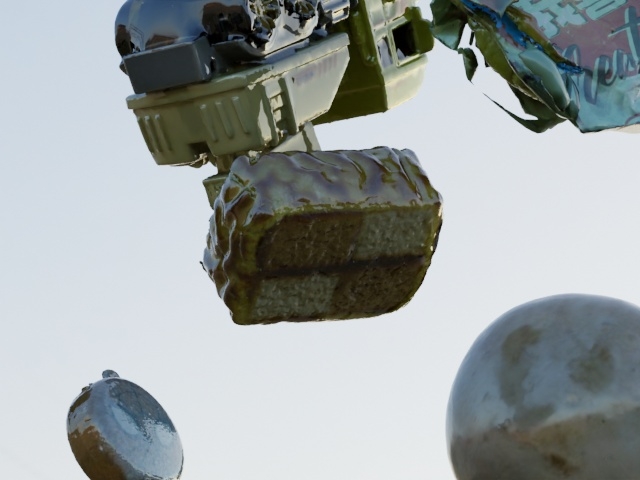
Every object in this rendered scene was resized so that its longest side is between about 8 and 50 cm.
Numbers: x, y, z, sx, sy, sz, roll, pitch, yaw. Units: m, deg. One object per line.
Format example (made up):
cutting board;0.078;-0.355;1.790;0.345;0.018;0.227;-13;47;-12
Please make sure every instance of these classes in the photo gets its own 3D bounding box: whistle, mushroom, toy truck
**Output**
whistle;-0.145;0.194;1.473;0.057;0.220;0.107;-37;-37;22
mushroom;0.293;0.218;2.079;0.298;0.297;0.290;-3;-35;22
toy truck;-0.038;-0.188;1.979;0.181;0.254;0.405;-6;15;33

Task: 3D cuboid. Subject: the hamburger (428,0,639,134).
hamburger;0.224;-0.202;1.835;0.261;0.276;0.150;4;-28;-30

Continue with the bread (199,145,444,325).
bread;0.000;0.000;1.762;0.222;0.096;0.181;-3;-47;-30
